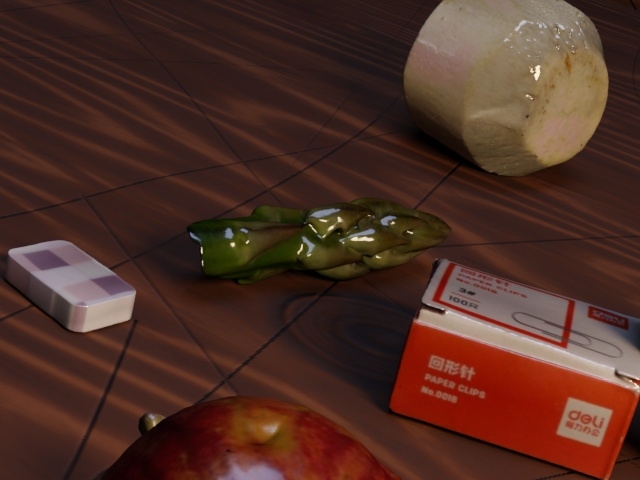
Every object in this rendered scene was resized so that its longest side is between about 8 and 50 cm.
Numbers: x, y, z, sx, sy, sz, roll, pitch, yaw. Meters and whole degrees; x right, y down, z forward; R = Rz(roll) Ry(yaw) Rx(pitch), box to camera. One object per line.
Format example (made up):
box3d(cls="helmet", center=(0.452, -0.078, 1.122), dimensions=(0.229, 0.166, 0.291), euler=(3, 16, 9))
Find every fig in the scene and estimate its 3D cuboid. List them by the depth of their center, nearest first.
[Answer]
box3d(cls="fig", center=(-0.041, 0.187, 0.702), dimensions=(0.204, 0.186, 0.249), euler=(29, -22, -11))

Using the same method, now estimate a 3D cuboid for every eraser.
box3d(cls="eraser", center=(-0.202, 0.035, 1.087), dimensions=(0.105, 0.026, 0.065), euler=(30, 27, 35))

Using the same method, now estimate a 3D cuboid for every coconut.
box3d(cls="coconut", center=(0.210, -0.195, 1.583), dimensions=(0.241, 0.241, 0.241), euler=(11, 24, -5))

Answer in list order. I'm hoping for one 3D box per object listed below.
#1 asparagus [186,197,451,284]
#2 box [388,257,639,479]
box3d(cls="asparagus", center=(0.000, 0.000, 1.213), dimensions=(0.287, 0.080, 0.080), euler=(-6, 30, -31))
box3d(cls="box", center=(0.155, 0.092, 1.054), dimensions=(0.182, 0.099, 0.133), euler=(18, 23, 10))
